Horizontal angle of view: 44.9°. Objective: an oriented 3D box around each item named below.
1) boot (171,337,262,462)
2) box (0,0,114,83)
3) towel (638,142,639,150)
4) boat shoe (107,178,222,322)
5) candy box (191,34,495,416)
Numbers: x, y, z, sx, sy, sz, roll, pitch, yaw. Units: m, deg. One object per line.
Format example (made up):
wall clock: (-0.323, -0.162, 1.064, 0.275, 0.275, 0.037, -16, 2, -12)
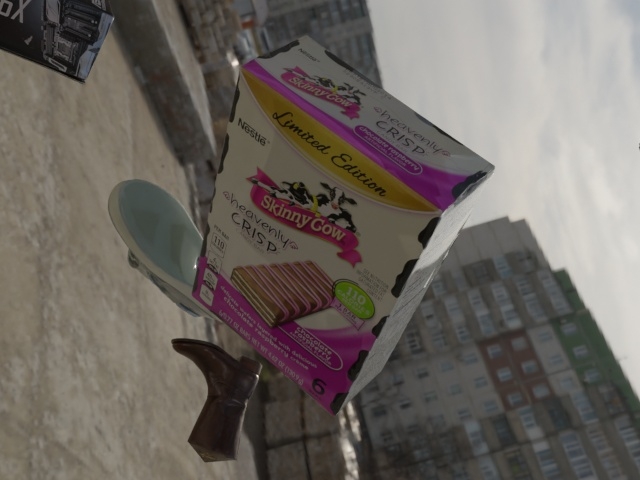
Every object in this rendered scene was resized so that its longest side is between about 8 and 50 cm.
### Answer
boot: (-0.123, 0.168, 0.811, 0.037, 0.106, 0.114, 126, -17, -66)
box: (-0.345, -0.296, 0.778, 0.076, 0.242, 0.307, -57, -146, 23)
towel: (0.469, -0.073, 0.950, 0.023, 0.113, 0.152, 0, 70, -48)
boat shoe: (-0.167, 0.022, 0.843, 0.227, 0.081, 0.079, 52, 44, -42)
candy box: (0.000, 0.000, 0.550, 0.159, 0.071, 0.233, 37, -43, 17)
